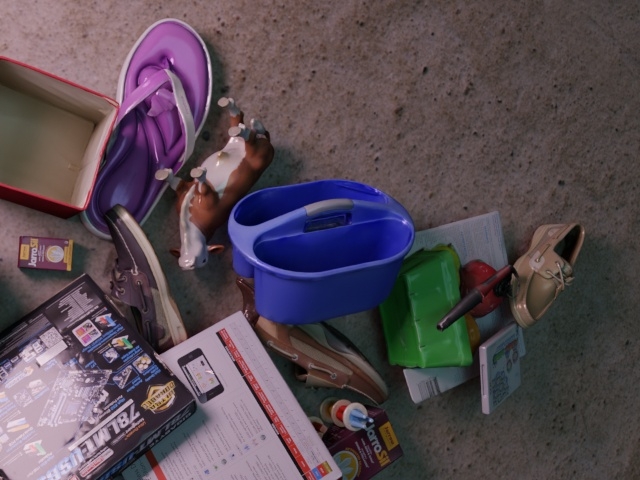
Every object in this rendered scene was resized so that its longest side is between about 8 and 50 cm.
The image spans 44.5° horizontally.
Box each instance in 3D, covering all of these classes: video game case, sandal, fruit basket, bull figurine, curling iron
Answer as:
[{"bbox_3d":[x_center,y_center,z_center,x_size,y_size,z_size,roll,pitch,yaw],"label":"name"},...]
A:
[{"bbox_3d":[0.366,0.256,1.587,0.157,0.019,0.143,-22,111,-50],"label":"video game case"},{"bbox_3d":[-0.286,-0.193,1.361,0.169,0.102,0.416,21,81,-23],"label":"sandal"},{"bbox_3d":[0.275,0.126,1.612,0.353,0.165,0.327,-15,95,-41],"label":"fruit basket"},{"bbox_3d":[-0.188,-0.098,1.386,0.101,0.188,0.310,20,63,22],"label":"bull figurine"},{"bbox_3d":[0.311,0.115,1.512,0.274,0.035,0.068,-24,101,-44],"label":"curling iron"}]

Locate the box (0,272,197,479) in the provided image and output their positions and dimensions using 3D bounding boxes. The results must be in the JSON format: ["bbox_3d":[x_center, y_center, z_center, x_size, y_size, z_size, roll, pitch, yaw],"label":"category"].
[{"bbox_3d":[-0.398,0.245,1.228,0.295,0.073,0.293,-38,72,-23],"label":"box"}]

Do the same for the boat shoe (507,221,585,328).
[{"bbox_3d":[0.490,0.065,1.677,0.109,0.098,0.302,54,48,-20],"label":"boat shoe"}]

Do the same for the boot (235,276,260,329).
[{"bbox_3d":[-0.155,0.140,1.449,0.114,0.037,0.106,-44,103,-16],"label":"boot"}]

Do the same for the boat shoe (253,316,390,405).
[{"bbox_3d":[0.000,0.222,1.481,0.324,0.123,0.116,42,90,-22],"label":"boat shoe"}]

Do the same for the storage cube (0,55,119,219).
[{"bbox_3d":[-0.450,-0.153,1.233,0.215,0.193,0.184,19,79,-23],"label":"storage cube"}]

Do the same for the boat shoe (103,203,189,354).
[{"bbox_3d":[-0.309,0.077,1.321,0.092,0.103,0.285,-28,119,-19],"label":"boat shoe"}]

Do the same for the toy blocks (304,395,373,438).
[{"bbox_3d":[0.022,0.340,1.458,0.123,0.148,0.054,-22,96,-25],"label":"toy blocks"}]

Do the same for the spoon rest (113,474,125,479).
[{"bbox_3d":[-0.340,0.445,1.330,0.276,0.084,0.137,40,72,-32],"label":"spoon rest"}]

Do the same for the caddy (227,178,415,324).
[{"bbox_3d":[0.000,0.000,1.386,0.341,0.241,0.179,-11,135,-26],"label":"caddy"}]

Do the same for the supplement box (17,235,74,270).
[{"bbox_3d":[-0.458,0.021,1.303,0.083,0.043,0.055,4,87,-25],"label":"supplement box"}]

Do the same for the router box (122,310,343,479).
[{"bbox_3d":[-0.178,0.330,1.293,0.301,0.082,0.335,-28,69,-16],"label":"router box"}]

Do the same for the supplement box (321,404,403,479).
[{"bbox_3d":[0.053,0.411,1.506,0.188,0.081,0.104,-28,99,-24],"label":"supplement box"}]
